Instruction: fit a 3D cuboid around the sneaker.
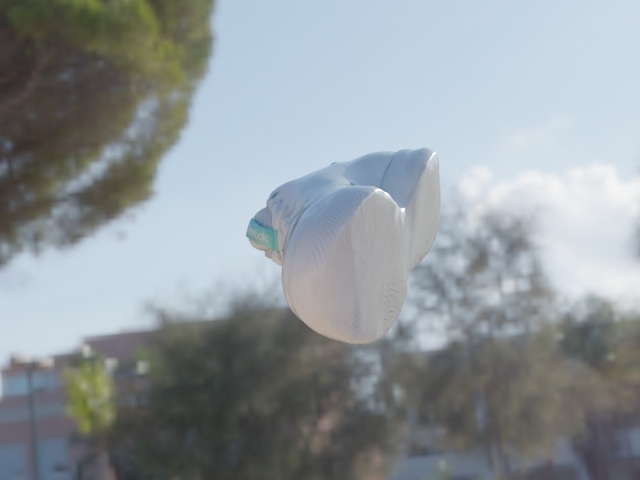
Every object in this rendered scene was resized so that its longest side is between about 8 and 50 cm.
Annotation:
[{"bbox_3d":[0.000,0.000,0.911,0.094,0.080,0.212,3,15,15],"label":"sneaker"}]
